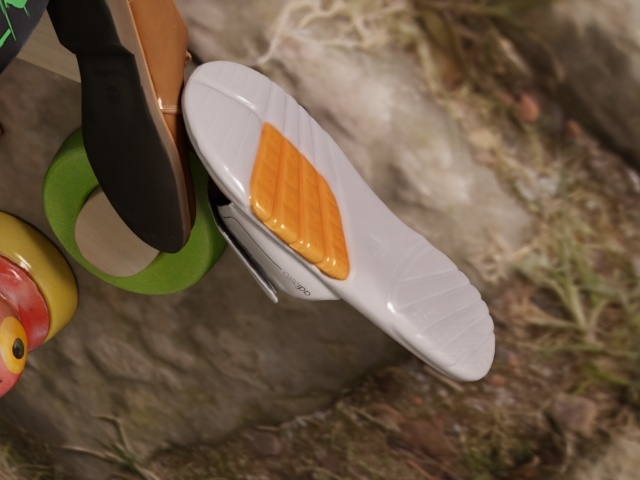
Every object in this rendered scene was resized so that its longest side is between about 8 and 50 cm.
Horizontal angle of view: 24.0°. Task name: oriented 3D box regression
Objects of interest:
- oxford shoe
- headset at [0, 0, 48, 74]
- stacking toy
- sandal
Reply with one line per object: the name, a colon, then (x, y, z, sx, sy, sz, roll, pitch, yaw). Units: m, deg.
oxford shoe: (-0.102, -0.090, 0.902, 0.076, 0.076, 0.212, 14, 128, 34)
headset: (-0.319, -0.147, 0.874, 0.394, 0.243, 0.185, 21, 154, 28)
stacking toy: (-0.230, -0.024, 0.986, 0.279, 0.130, 0.309, -11, 123, 32)
sandal: (-0.002, 0.007, 0.926, 0.265, 0.102, 0.076, 44, 129, -17)
